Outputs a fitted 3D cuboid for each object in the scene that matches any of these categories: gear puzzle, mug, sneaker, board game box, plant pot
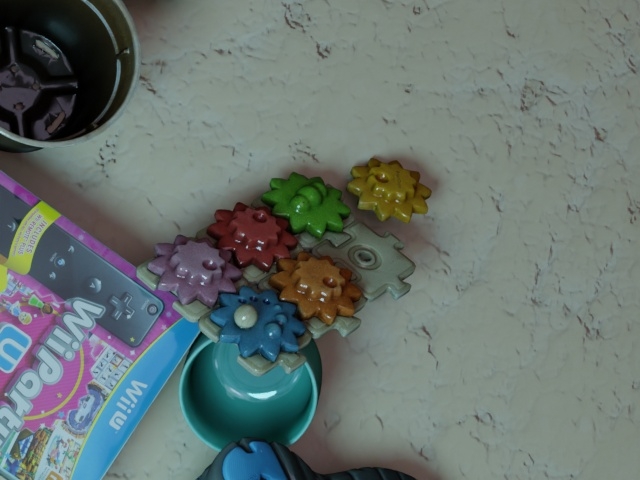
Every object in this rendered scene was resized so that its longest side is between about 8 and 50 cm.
[{"bbox_3d":[0.000,0.000,1.701,0.175,0.044,0.339,39,44,20],"label":"gear puzzle"},{"bbox_3d":[-0.072,0.135,1.699,0.129,0.097,0.158,43,107,-11],"label":"mug"},{"bbox_3d":[0.005,0.284,1.712,0.341,0.140,0.125,26,40,-31],"label":"sneaker"},{"bbox_3d":[-0.290,0.075,1.636,0.303,0.097,0.224,37,73,-13],"label":"board game box"},{"bbox_3d":[-0.261,-0.152,1.637,0.167,0.165,0.167,2,82,-18],"label":"plant pot"}]
